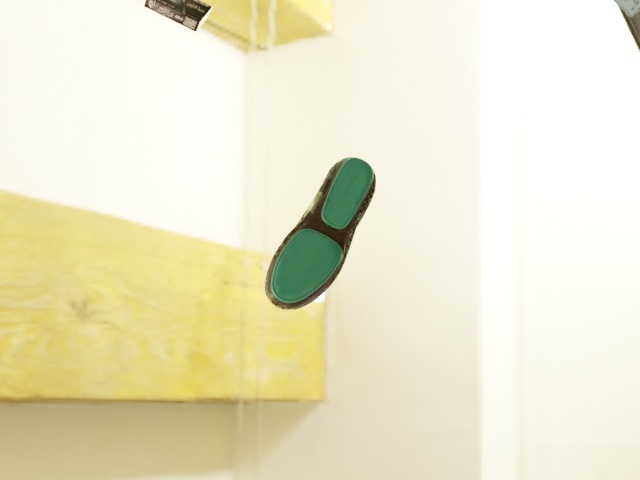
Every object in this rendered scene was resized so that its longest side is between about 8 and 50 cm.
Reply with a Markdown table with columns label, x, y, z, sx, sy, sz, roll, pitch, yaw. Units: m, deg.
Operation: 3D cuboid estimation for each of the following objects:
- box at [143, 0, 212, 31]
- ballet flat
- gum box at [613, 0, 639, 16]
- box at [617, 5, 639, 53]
| label | x | y | z | sx | sy | sz | roll | pitch | yaw |
| --- | --- | --- | --- | --- | --- | --- | --- | --- | --- |
| box | -0.203 | -0.334 | 1.840 | 0.018 | 0.083 | 0.067 | -62 | 2 | 32 |
| ballet flat | 0.000 | 0.000 | 1.313 | 0.188 | 0.070 | 0.070 | -56 | -39 | -24 |
| gum box | 0.153 | -0.224 | 0.766 | 0.184 | 0.041 | 0.157 | 44 | -141 | 7 |
| box | 0.436 | -0.245 | 1.207 | 0.395 | 0.212 | 0.293 | -4 | -111 | -55 |
